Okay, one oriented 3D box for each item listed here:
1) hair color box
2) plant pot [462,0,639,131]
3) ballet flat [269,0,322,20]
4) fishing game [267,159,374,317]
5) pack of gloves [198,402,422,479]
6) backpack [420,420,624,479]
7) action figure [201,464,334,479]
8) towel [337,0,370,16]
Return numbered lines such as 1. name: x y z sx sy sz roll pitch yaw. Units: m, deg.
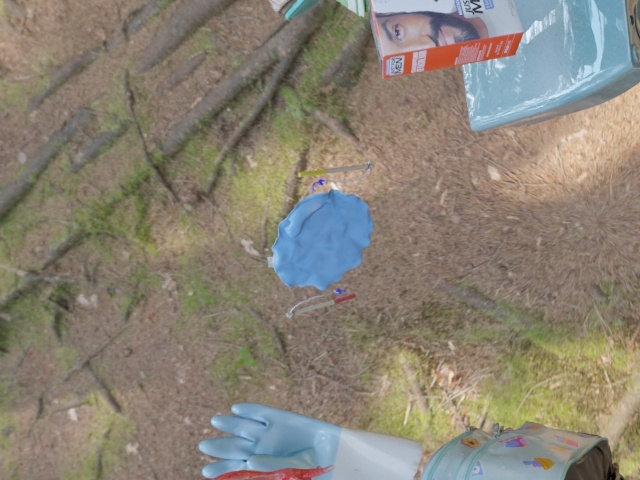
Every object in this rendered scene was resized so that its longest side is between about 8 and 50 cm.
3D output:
1. hair color box: 0.149 -0.263 0.735 0.167 0.053 0.093 -10 73 2
2. plant pot: 0.406 -0.332 1.008 0.252 0.247 0.247 -4 98 45
3. ballet flat: 0.030 -0.372 0.686 0.316 0.108 0.106 -21 100 43
4. fishing game: 0.000 0.000 0.973 0.041 0.189 0.263 42 138 47
5. pack of gloves: -0.019 0.269 0.573 0.232 0.046 0.194 17 77 -14
6. backpack: 0.150 0.227 0.457 0.145 0.188 0.165 3 85 28
7. action figure: -0.085 0.219 0.440 0.280 0.139 0.091 135 136 -59
8. towel: -0.015 -0.675 1.366 0.038 0.248 0.325 -43 66 -12
